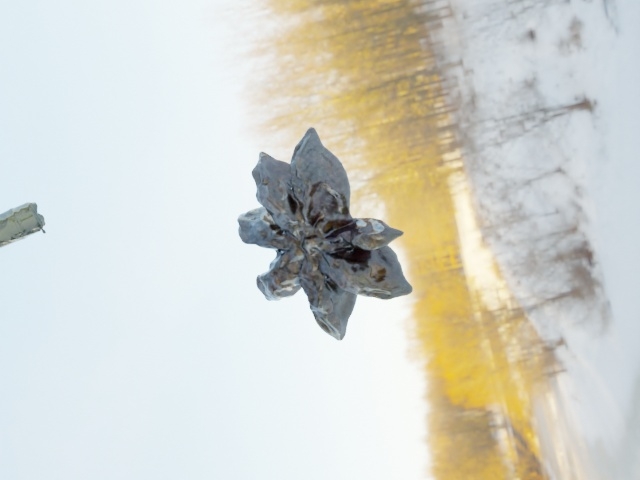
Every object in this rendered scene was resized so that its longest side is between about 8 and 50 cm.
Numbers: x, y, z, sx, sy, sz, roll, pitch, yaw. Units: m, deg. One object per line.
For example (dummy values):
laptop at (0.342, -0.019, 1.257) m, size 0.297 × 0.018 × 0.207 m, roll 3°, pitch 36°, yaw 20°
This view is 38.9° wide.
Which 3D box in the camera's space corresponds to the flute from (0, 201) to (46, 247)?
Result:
flute at (-0.285, 0.031, 0.571) m, size 0.027 × 0.233 × 0.027 m, roll 54°, pitch 161°, yaw 28°

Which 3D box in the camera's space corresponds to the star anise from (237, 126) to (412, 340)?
star anise at (-0.012, 0.005, 0.937) m, size 0.212 × 0.197 × 0.073 m, roll 48°, pitch -140°, yaw 6°
